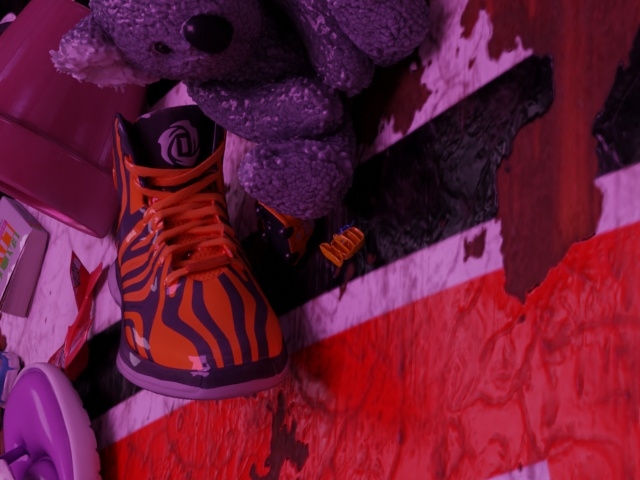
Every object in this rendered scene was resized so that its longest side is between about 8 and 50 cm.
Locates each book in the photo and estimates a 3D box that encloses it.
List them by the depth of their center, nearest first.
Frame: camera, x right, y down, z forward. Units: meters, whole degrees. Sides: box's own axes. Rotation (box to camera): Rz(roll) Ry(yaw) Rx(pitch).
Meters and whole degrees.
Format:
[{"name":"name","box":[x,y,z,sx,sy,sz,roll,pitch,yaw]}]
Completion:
[{"name":"book","box":[-0.332,0.016,2.123,0.144,0.035,0.096,34,105,64]}]

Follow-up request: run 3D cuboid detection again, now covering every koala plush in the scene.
[{"name":"koala plush","box":[-0.072,-0.154,1.433,0.196,0.221,0.203,-64,24,16]}]

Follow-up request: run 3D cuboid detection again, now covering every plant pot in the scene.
[{"name":"plant pot","box":[-0.251,-0.125,1.855,0.180,0.201,0.201,-63,25,-6]}]

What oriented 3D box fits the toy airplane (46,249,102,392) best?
[{"name":"toy airplane","box":[-0.232,0.083,1.885,0.151,0.028,0.151,-169,90,-69]}]

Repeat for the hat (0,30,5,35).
[{"name":"hat","box":[-0.262,-0.199,2.082,0.173,0.183,0.208,37,152,39]}]

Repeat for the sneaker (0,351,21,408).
[{"name":"sneaker","box":[-0.383,0.136,2.108,0.190,0.083,0.071,-2,78,65]}]

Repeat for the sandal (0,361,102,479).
[{"name":"sandal","box":[-0.261,0.282,1.753,0.169,0.102,0.416,-51,39,42]}]

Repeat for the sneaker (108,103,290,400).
[{"name":"sneaker","box":[-0.109,-0.006,1.504,0.321,0.124,0.180,-134,39,-62]}]

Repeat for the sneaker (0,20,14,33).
[{"name":"sneaker","box":[-0.375,-0.177,2.221,0.234,0.084,0.097,-16,71,55]}]

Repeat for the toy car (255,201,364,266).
[{"name":"toy car","box":[0.000,0.000,1.465,0.040,0.060,0.122,-39,40,-19]}]
